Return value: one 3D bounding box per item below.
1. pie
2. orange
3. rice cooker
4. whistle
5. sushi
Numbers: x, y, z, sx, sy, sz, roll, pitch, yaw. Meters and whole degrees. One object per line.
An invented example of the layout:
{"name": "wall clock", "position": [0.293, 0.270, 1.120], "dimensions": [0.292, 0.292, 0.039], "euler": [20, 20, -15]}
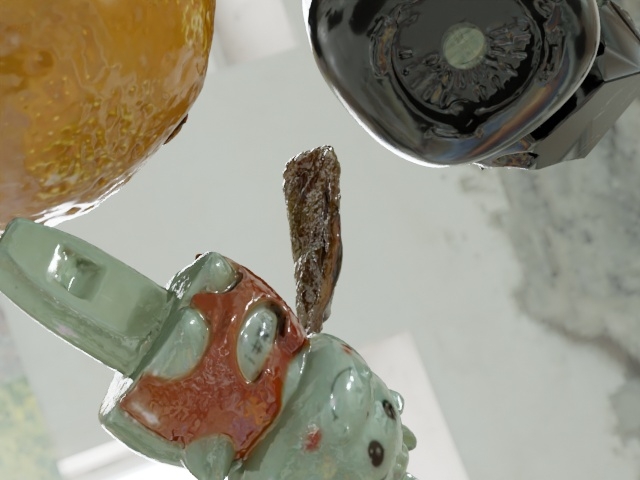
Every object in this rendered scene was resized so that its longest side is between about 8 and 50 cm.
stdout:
{"name": "pie", "position": [0.001, -0.003, 1.315], "dimensions": [0.088, 0.033, 0.191], "euler": [120, -27, -49]}
{"name": "orange", "position": [-0.239, -0.169, 1.157], "dimensions": [0.293, 0.341, 0.340], "euler": [75, -11, -68]}
{"name": "rice cooker", "position": [0.115, -0.207, 1.579], "dimensions": [0.224, 0.267, 0.267], "euler": [-104, -177, -66]}
{"name": "whistle", "position": [-0.050, 0.066, 0.876], "dimensions": [0.253, 0.106, 0.101], "euler": [33, 17, -10]}
{"name": "sushi", "position": [0.183, -0.185, 1.896], "dimensions": [0.227, 0.212, 0.215], "euler": [56, -41, 20]}
